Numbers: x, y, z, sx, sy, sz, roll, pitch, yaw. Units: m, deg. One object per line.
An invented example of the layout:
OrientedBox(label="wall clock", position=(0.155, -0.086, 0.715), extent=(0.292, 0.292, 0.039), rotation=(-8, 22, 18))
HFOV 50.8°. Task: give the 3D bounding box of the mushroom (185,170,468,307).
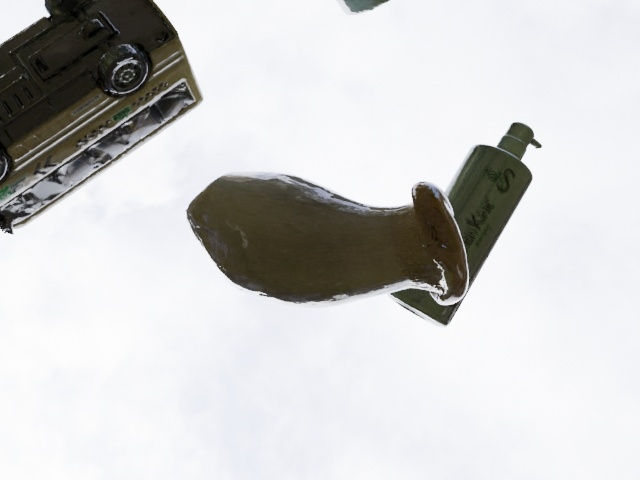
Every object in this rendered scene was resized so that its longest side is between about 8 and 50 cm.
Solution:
OrientedBox(label="mushroom", position=(0.001, -0.001, 0.479), extent=(0.213, 0.088, 0.096), rotation=(3, -85, 25))

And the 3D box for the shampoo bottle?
OrientedBox(label="shampoo bottle", position=(0.177, -0.027, 0.800), extent=(0.085, 0.085, 0.262), rotation=(31, -96, 1))

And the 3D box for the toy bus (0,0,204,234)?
OrientedBox(label="toy bus", position=(-0.349, -0.172, 0.895), extent=(0.365, 0.202, 0.177), rotation=(-36, -113, -7))

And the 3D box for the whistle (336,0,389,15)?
OrientedBox(label="whistle", position=(0.093, -0.459, 0.852), extent=(0.168, 0.188, 0.404), rotation=(46, -116, -29))
